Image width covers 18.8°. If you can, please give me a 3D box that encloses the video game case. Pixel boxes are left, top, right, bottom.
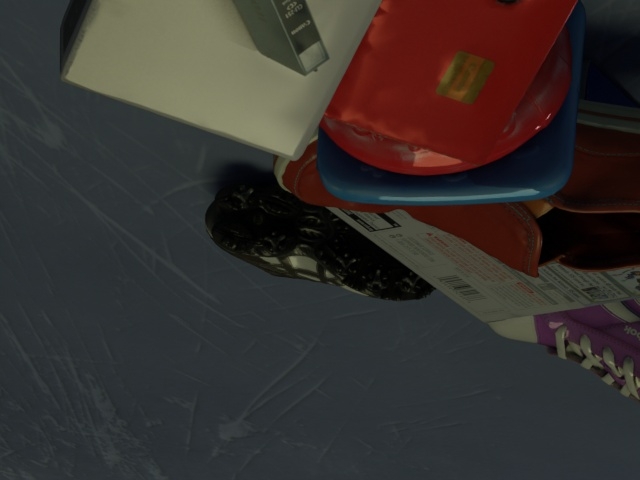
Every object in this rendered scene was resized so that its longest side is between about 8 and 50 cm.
[{"bbox_3d":[0.159,-0.028,1.457,0.244,0.061,0.269,-9,150,36],"label":"video game case"}]

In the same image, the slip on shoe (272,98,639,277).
[{"bbox_3d":[0.128,-0.031,1.268,0.331,0.101,0.123,7,155,9],"label":"slip on shoe"}]

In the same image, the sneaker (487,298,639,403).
[{"bbox_3d":[0.266,0.107,1.605,0.282,0.161,0.102,4,157,15],"label":"sneaker"}]

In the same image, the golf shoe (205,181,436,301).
[{"bbox_3d":[0.000,0.000,1.584,0.198,0.077,0.094,19,169,-12],"label":"golf shoe"}]

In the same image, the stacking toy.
[{"bbox_3d":[0.055,-0.167,1.103,0.166,0.175,0.302,0,144,14],"label":"stacking toy"}]

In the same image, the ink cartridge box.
[{"bbox_3d":[0.040,-0.174,0.979,0.261,0.066,0.296,17,120,-19],"label":"ink cartridge box"}]
